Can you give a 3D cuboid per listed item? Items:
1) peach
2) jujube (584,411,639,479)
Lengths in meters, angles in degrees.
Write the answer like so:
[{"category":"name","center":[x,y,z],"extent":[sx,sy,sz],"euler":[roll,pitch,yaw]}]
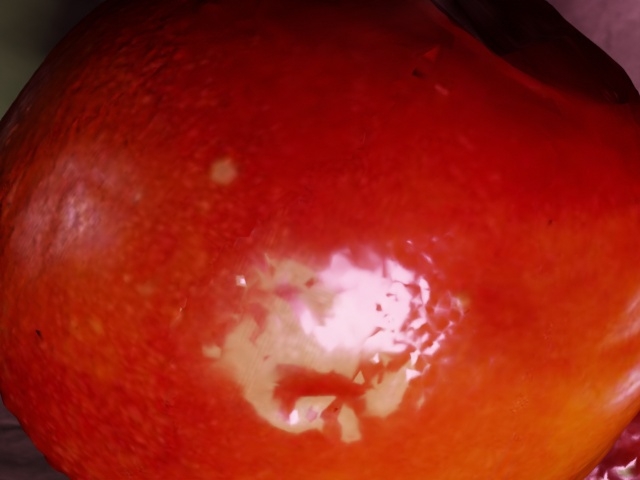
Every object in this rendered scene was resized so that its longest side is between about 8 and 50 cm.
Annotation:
[{"category":"peach","center":[0.020,-0.008,0.987],"extent":[0.406,0.335,0.310],"euler":[18,126,-15]},{"category":"jujube","center":[0.253,0.149,1.276],"extent":[0.290,0.197,0.197],"euler":[-7,139,-20]}]
